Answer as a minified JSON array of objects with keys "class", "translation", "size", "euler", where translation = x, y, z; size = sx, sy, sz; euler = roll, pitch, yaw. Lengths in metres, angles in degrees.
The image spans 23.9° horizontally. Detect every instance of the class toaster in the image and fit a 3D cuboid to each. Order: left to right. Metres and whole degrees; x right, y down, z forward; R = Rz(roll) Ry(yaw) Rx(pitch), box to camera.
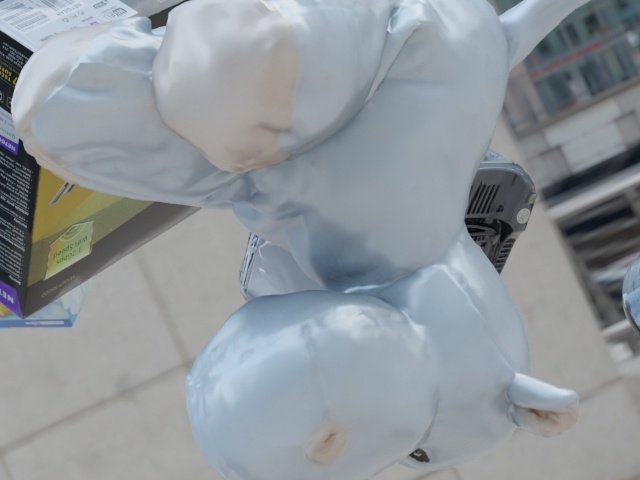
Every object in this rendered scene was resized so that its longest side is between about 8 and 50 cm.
[{"class":"toaster","translation":[0.037,0.011,1.041],"size":[0.129,0.146,0.227],"euler":[-6,-55,-44]}]

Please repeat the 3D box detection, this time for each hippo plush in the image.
[{"class":"hippo plush","translation":[0.000,0.000,0.738],"size":[0.294,0.236,0.234],"euler":[-16,8,-40]}]

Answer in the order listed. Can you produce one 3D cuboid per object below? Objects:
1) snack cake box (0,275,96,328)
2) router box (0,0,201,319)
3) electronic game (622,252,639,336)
[{"class":"snack cake box","translation":[-0.370,0.004,1.479],"size":[0.264,0.152,0.089],"euler":[-2,41,17]},{"class":"router box","translation":[-0.142,-0.110,1.192],"size":[0.309,0.081,0.243],"euler":[-36,-29,-43]},{"class":"electronic game","translation":[0.371,0.046,1.277],"size":[0.229,0.048,0.229],"euler":[-5,32,3]}]
